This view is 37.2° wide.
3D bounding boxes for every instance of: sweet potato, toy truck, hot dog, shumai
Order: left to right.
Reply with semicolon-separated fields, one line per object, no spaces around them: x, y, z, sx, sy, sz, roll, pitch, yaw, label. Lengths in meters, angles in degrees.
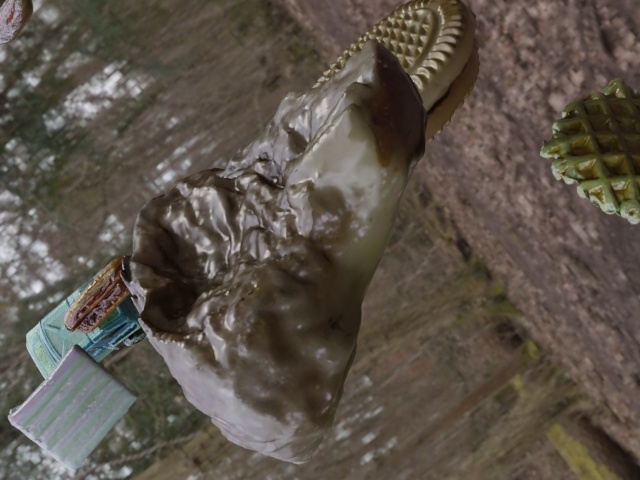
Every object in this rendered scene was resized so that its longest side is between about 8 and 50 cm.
-0.549;-0.372;1.638;0.078;0.255;0.058;-3;-100;-45;sweet potato
-0.475;0.179;1.937;0.155;0.279;0.156;56;-160;11;toy truck
-0.383;0.092;1.678;0.072;0.188;0.055;36;-166;-45;hot dog
0.003;-0.001;0.809;0.217;0.283;0.346;47;-169;-23;shumai

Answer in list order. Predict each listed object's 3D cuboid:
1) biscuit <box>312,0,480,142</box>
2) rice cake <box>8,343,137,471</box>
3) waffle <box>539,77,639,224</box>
0.075;-0.174;1.093;0.079;0.259;0.259;45;-167;-27;biscuit
-0.465;0.317;1.793;0.189;0.198;0.037;48;180;-26;rice cake
0.375;-0.101;1.118;0.214;0.208;0.054;38;143;23;waffle
